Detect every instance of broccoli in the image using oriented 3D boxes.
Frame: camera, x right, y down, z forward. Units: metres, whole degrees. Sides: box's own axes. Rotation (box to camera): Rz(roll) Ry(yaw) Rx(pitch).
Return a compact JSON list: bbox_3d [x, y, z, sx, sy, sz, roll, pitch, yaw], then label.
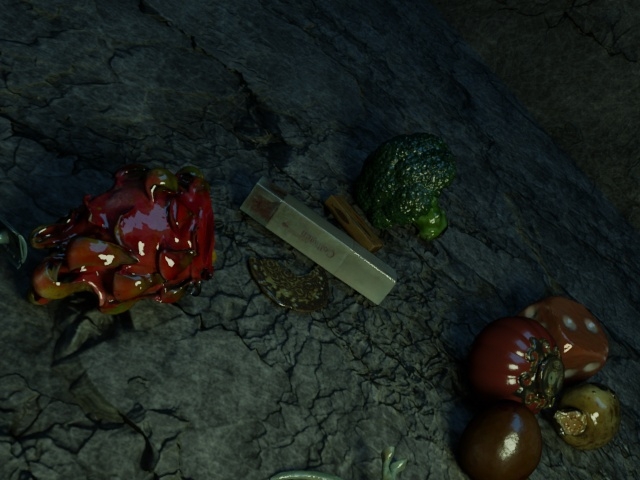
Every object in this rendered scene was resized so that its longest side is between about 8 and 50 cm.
[{"bbox_3d":[0.229,-0.140,1.789,0.297,0.297,0.297,53,21,-41],"label":"broccoli"}]

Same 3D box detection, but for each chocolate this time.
[{"bbox_3d":[0.348,0.387,1.343,0.177,0.177,0.177,24,38,-20],"label":"chocolate"}]

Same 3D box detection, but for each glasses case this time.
[{"bbox_3d":[0.079,-0.038,1.685,0.170,0.041,0.064,51,25,16],"label":"glasses case"}]

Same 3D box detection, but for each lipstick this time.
[{"bbox_3d":[0.000,0.000,1.524,0.371,0.076,0.080,35,17,-5],"label":"lipstick"}]

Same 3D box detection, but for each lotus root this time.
[{"bbox_3d":[0.620,0.396,1.597,0.140,0.154,0.257,31,22,26],"label":"lotus root"}]

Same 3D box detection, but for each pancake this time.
[{"bbox_3d":[-0.065,0.077,1.444,0.190,0.020,0.184,35,35,-8],"label":"pancake"}]

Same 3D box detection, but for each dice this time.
[{"bbox_3d":[0.579,0.250,1.707,0.179,0.174,0.175,18,41,-29],"label":"dice"}]

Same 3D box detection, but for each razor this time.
[{"bbox_3d":[-0.564,0.021,1.011,0.232,0.068,0.106,-19,36,-38],"label":"razor"}]

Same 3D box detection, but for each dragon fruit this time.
[{"bbox_3d":[-0.306,0.000,1.125,0.307,0.243,0.227,-42,121,-59],"label":"dragon fruit"}]

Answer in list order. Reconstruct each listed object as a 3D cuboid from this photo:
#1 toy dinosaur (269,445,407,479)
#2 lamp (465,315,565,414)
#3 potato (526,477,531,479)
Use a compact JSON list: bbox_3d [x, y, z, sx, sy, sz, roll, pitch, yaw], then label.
[{"bbox_3d":[0.107,0.437,1.151,0.393,0.092,0.205,26,42,-23],"label":"toy dinosaur"},{"bbox_3d":[0.416,0.275,1.512,0.227,0.227,0.227,24,38,-20],"label":"lamp"},{"bbox_3d":[0.384,0.516,1.338,0.119,0.054,0.198,44,34,13],"label":"potato"}]
